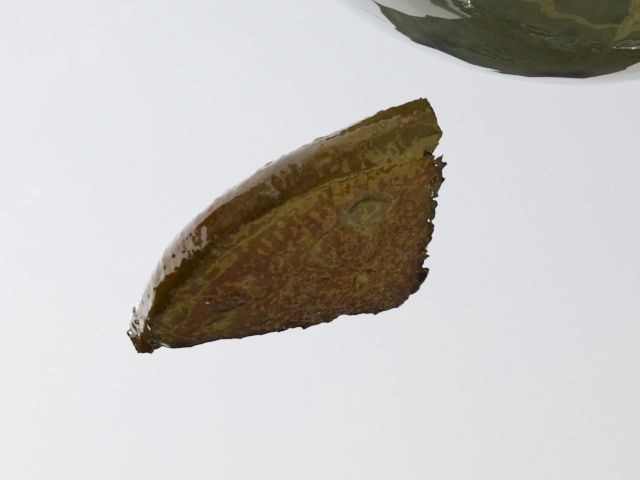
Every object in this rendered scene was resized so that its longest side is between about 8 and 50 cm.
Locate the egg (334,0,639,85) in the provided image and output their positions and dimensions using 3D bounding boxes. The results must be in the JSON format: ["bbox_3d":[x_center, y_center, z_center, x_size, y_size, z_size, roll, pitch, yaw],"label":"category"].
[{"bbox_3d":[0.111,-0.253,0.712,0.428,0.345,0.345,1,-49,-37],"label":"egg"}]

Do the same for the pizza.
[{"bbox_3d":[0.000,0.000,0.638,0.131,0.041,0.178,12,-44,-42],"label":"pizza"}]
